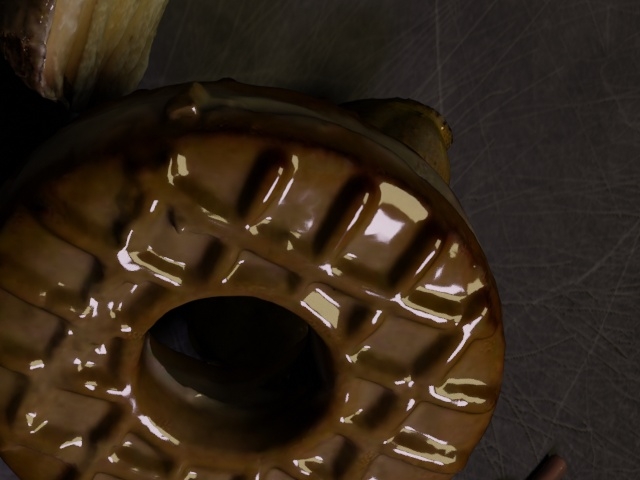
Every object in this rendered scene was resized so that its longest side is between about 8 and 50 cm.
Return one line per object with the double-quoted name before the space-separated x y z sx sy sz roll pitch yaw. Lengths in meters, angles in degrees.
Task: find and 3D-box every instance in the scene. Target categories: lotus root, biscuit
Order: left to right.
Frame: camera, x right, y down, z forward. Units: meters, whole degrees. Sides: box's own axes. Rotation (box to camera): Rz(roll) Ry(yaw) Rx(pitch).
"lotus root" -0.111 -0.236 1.098 0.167 0.078 0.329 33 78 -77
"biscuit" -0.053 0.057 1.137 0.103 0.332 0.332 -93 175 -54
"lotus root" 0.000 0.000 1.316 0.241 0.124 0.123 -57 145 -17

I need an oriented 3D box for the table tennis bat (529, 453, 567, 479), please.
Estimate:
"table tennis bat" 0.208 0.272 1.745 0.170 0.119 0.107 -43 138 -31
